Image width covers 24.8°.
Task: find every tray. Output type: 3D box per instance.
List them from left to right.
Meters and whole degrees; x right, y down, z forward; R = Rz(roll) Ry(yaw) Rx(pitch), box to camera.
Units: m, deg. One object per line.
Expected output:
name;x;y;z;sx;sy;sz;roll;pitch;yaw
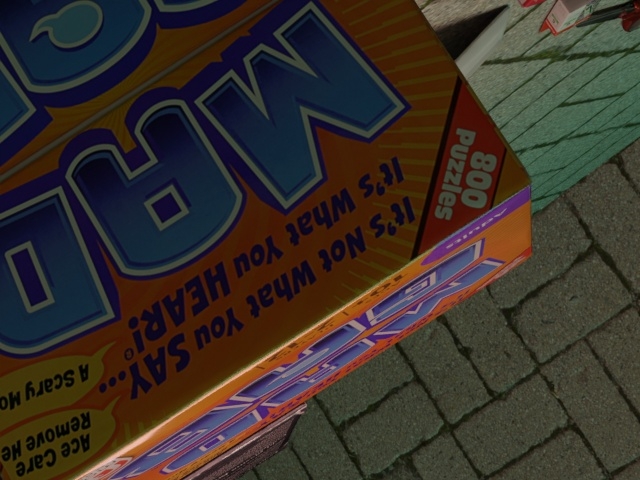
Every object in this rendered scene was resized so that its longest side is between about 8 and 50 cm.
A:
tray;0.148;-0.186;1.820;0.270;0.030;0.145;-47;180;-41

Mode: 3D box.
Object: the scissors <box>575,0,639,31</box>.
scissors;0.473;-0.356;2.218;0.109;0.021;0.297;-35;168;28

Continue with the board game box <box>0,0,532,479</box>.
board game box;-0.093;-0.063;1.035;0.356;0.356;0.356;-33;169;3

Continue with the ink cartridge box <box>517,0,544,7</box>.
ink cartridge box;0.299;-0.341;1.636;0.175;0.072;0.127;-24;166;-37

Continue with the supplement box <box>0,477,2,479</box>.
supplement box;-0.376;0.338;2.155;0.195;0.194;0.356;-4;162;3

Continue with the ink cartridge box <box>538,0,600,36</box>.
ink cartridge box;0.346;-0.313;2.014;0.063;0.029;0.115;-29;169;-15

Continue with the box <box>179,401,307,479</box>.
box;-0.186;0.108;1.579;0.179;0.343;0.312;-31;169;-12
